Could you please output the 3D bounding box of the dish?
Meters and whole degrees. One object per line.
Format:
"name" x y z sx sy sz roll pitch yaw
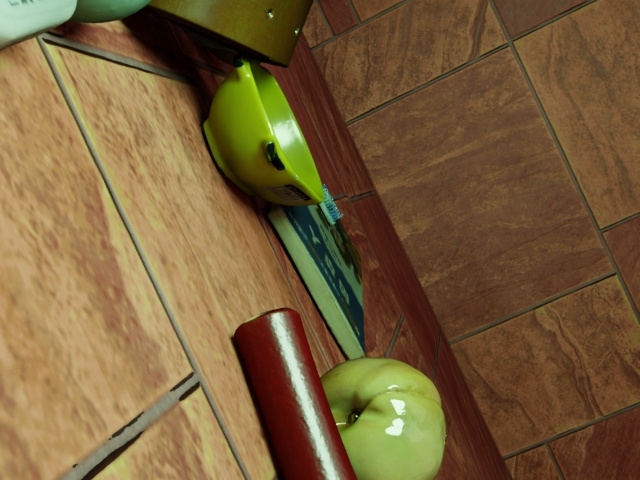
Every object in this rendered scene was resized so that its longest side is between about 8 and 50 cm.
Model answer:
"dish" -0.094 -0.141 1.231 0.221 0.108 0.262 67 10 11

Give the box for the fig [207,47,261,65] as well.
"fig" -0.149 -0.411 1.442 0.167 0.167 0.233 13 59 -77

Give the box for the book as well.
"book" 0.000 0.000 1.550 0.300 0.039 0.428 61 11 -19

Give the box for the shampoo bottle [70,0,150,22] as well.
"shampoo bottle" -0.266 -0.380 0.821 0.349 0.151 0.222 63 -2 -7

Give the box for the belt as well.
"belt" -0.136 -0.328 1.170 0.217 0.122 0.339 24 8 16

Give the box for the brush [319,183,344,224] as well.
"brush" -0.011 -0.109 1.572 0.178 0.030 0.033 60 21 -8

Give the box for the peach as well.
"peach" 0.065 0.228 1.002 0.184 0.184 0.184 61 11 -21

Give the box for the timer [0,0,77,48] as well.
"timer" -0.284 -0.254 0.623 0.237 0.087 0.262 62 11 -17

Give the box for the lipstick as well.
"lipstick" -0.022 0.192 0.906 0.241 0.080 0.080 69 11 20
